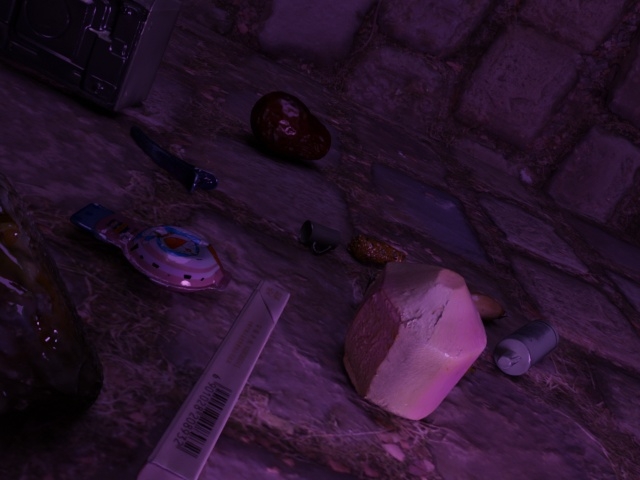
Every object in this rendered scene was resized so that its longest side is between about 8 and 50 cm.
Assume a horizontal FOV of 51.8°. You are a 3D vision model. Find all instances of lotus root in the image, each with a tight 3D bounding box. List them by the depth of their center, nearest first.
[{"bbox_3d":[0.388,0.160,1.593,0.150,0.062,0.073,21,2,-20],"label":"lotus root"}]

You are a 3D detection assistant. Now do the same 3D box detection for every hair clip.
[{"bbox_3d":[-0.356,-0.197,1.517,0.275,0.048,0.083,37,29,21],"label":"hair clip"}]

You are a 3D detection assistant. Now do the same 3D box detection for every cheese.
[{"bbox_3d":[-0.286,0.013,1.133,0.286,0.074,0.189,27,22,0],"label":"cheese"}]

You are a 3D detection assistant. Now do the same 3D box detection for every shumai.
[{"bbox_3d":[-0.421,0.095,0.741,0.263,0.304,0.309,-25,50,-19],"label":"shumai"}]

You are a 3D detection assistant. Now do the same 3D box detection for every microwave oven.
[{"bbox_3d":[-0.593,-0.551,1.613,0.394,0.333,0.247,26,20,-3],"label":"microwave oven"}]

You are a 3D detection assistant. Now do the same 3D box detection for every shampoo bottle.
[{"bbox_3d":[0.455,0.242,1.473,0.085,0.085,0.262,40,27,25],"label":"shampoo bottle"}]

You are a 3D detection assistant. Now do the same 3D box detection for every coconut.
[{"bbox_3d":[0.161,0.152,1.128,0.233,0.245,0.233,23,24,-11],"label":"coconut"}]

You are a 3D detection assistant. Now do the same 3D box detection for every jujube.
[{"bbox_3d":[-0.082,-0.328,1.934,0.255,0.190,0.190,19,24,-37],"label":"jujube"}]

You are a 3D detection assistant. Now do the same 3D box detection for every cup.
[{"bbox_3d":[0.002,-0.005,1.512,0.083,0.054,0.075,17,25,-30],"label":"cup"}]

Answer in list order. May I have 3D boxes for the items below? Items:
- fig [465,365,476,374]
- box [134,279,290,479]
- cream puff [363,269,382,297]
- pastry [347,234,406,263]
[{"bbox_3d":[0.272,0.226,1.294,0.166,0.093,0.093,0,36,-43],"label":"fig"},{"bbox_3d":[-0.135,0.205,0.746,0.051,0.205,0.365,28,24,-1],"label":"box"},{"bbox_3d":[0.156,0.132,1.317,0.156,0.121,0.156,24,24,-11],"label":"cream puff"},{"bbox_3d":[0.138,0.027,1.595,0.140,0.056,0.080,9,19,-34],"label":"pastry"}]
